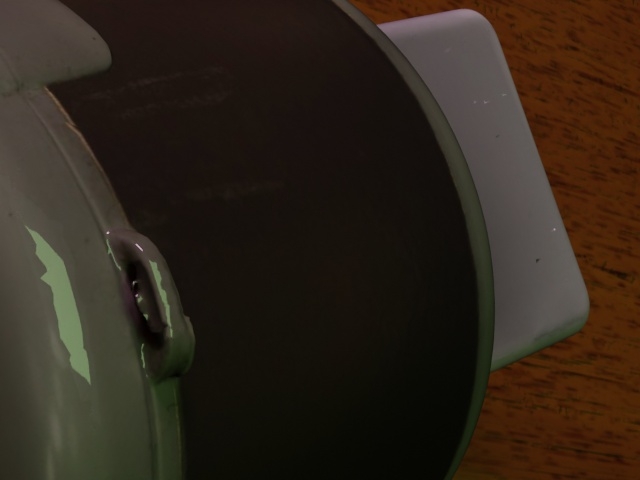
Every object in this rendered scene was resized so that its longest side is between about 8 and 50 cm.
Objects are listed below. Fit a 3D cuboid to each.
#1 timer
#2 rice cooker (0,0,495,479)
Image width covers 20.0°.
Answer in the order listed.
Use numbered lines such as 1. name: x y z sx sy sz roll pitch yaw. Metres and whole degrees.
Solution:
1. timer: 0.000 0.000 1.001 0.194 0.195 0.192 -18 88 -47
2. rice cooker: -0.129 0.040 0.771 0.325 0.335 0.335 -19 89 -48
